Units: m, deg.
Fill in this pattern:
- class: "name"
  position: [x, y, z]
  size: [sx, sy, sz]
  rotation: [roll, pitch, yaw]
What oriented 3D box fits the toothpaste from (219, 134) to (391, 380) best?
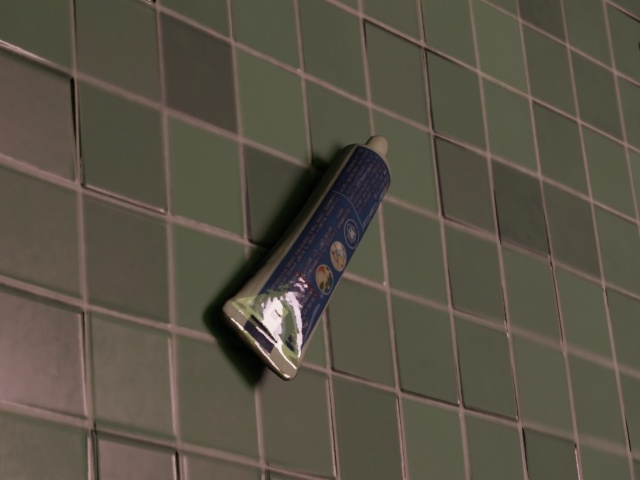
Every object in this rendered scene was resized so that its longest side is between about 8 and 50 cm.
- class: "toothpaste"
  position: [0.000, 0.000, 1.124]
  size: [0.057, 0.035, 0.197]
  rotation: [46, 43, -14]
